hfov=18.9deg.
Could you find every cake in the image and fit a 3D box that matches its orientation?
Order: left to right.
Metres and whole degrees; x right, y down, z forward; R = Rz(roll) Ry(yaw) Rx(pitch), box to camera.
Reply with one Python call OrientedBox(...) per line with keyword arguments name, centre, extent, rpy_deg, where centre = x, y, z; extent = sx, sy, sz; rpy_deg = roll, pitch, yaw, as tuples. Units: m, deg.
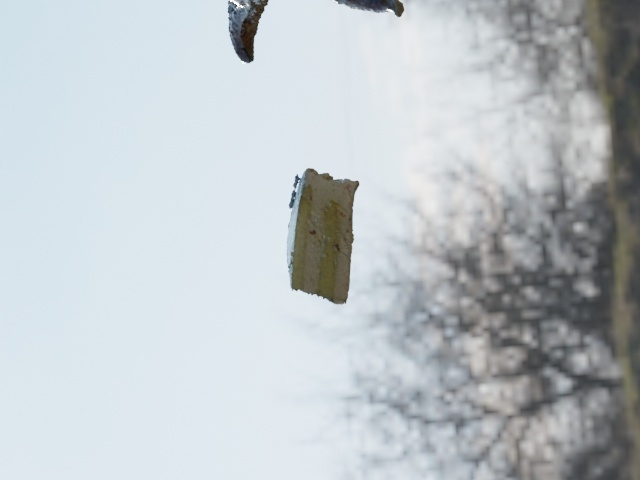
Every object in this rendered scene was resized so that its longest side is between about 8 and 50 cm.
OrientedBox(name="cake", centre=(0.000, 0.000, 1.452), extent=(0.121, 0.052, 0.065), rpy_deg=(-90, 15, -60))

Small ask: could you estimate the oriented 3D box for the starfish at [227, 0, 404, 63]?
OrientedBox(name="starfish", centre=(-0.050, -0.182, 1.151), extent=(0.213, 0.238, 0.057), rpy_deg=(28, -113, -24))
